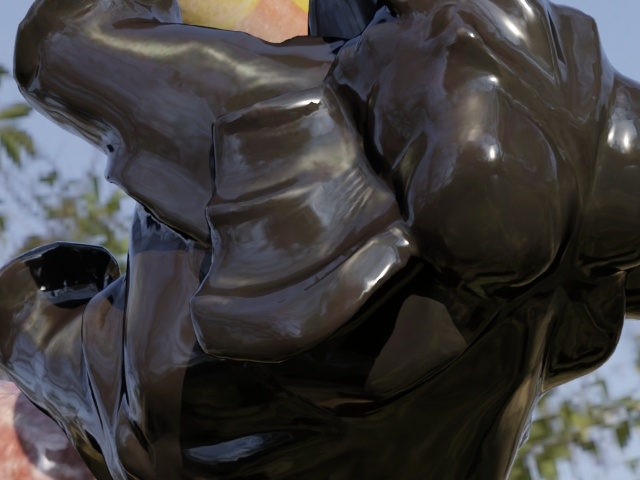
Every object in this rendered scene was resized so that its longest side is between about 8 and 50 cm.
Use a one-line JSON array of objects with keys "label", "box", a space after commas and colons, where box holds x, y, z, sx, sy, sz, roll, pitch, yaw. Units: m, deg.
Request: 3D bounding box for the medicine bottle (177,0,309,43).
[{"label": "medicine bottle", "box": [0.015, -0.078, 1.056, 0.108, 0.108, 0.426, -30, -49, 33]}]

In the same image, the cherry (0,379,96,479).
[{"label": "cherry", "box": [-0.199, 0.204, 1.268, 0.236, 0.285, 0.213, -7, -38, 26]}]

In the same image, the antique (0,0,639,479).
[{"label": "antique", "box": [0.000, 0.000, 0.692, 0.185, 0.255, 0.322, -3, -53, -33]}]
